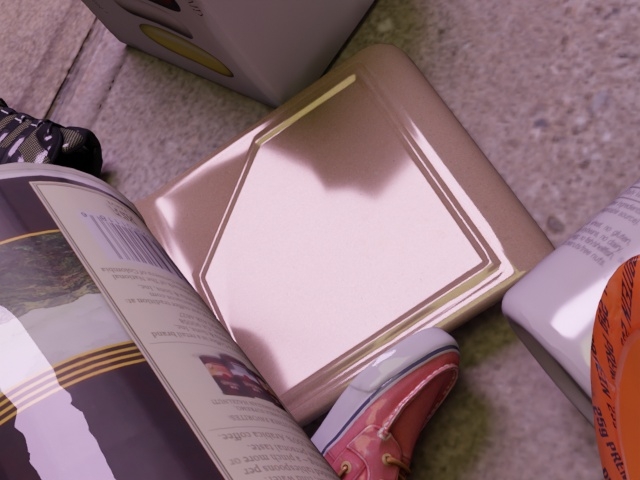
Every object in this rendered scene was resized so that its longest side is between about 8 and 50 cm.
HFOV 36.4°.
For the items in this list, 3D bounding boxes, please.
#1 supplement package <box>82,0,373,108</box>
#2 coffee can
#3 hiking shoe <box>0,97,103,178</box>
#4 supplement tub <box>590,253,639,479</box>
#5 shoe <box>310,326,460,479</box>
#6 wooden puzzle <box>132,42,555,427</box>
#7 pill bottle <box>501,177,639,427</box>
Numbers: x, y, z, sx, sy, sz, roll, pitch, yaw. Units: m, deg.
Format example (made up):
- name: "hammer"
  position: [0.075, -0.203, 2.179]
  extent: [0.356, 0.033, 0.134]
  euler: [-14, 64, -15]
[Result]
- name: "supplement package"
  position: [-0.091, -0.226, 0.702]
  extent: [0.203, 0.194, 0.149]
  euler: [27, 78, 34]
- name: "coffee can"
  position: [-0.113, 0.117, 0.470]
  extent: [0.201, 0.201, 0.275]
  euler: [-43, 51, -1]
- name: "hiking shoe"
  position: [-0.227, -0.062, 0.759]
  extent: [0.114, 0.086, 0.227]
  euler: [-24, 61, -5]
- name: "supplement tub"
  position: [0.279, 0.052, 0.314]
  extent: [0.338, 0.207, 0.207]
  euler: [-11, 58, -4]
- name: "shoe"
  position: [0.030, 0.136, 0.534]
  extent: [0.178, 0.063, 0.081]
  euler: [-47, 56, 2]
- name: "wooden puzzle"
  position: [0.000, 0.000, 0.636]
  extent: [0.239, 0.044, 0.221]
  euler: [-31, 55, 2]
- name: "pill bottle"
  position: [0.214, 0.006, 0.472]
  extent: [0.229, 0.131, 0.131]
  euler: [-40, 54, 1]
